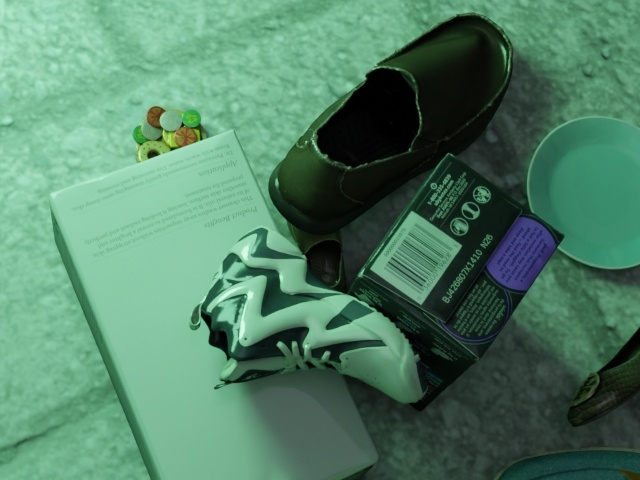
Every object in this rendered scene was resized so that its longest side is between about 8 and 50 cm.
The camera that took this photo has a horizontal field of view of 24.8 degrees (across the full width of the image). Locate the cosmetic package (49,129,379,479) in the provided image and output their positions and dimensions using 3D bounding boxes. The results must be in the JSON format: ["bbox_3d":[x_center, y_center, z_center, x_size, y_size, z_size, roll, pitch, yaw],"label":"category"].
[{"bbox_3d":[-0.116,0.106,1.510,0.217,0.156,0.385,-19,78,-13],"label":"cosmetic package"}]

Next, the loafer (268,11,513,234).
[{"bbox_3d":[0.102,-0.143,1.612,0.134,0.130,0.366,43,61,6],"label":"loafer"}]

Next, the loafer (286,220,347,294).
[{"bbox_3d":[0.000,0.000,1.612,0.056,0.050,0.148,-16,76,-13],"label":"loafer"}]

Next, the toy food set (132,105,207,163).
[{"bbox_3d":[-0.169,-0.113,1.639,0.083,0.020,0.082,-5,73,-9],"label":"toy food set"}]

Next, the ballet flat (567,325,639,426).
[{"bbox_3d":[0.353,0.115,1.607,0.250,0.084,0.058,-38,97,-22],"label":"ballet flat"}]

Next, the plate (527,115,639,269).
[{"bbox_3d":[0.329,-0.054,1.690,0.188,0.024,0.188,2,73,-7],"label":"plate"}]

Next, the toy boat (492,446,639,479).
[{"bbox_3d":[0.298,0.355,1.459,0.267,0.148,0.318,-2,63,6],"label":"toy boat"}]

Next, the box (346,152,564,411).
[{"bbox_3d":[0.117,0.051,1.496,0.143,0.270,0.165,36,71,4],"label":"box"}]

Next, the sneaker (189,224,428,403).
[{"bbox_3d":[-0.024,0.110,1.392,0.235,0.094,0.153,42,70,4],"label":"sneaker"}]
